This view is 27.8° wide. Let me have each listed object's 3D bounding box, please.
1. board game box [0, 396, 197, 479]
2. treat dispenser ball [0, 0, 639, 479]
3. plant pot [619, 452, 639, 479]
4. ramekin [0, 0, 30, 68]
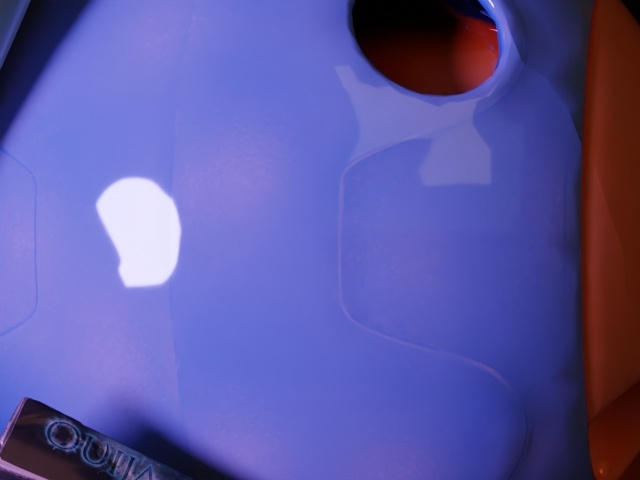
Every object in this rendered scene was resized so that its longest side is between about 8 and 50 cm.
[{"bbox_3d":[-0.072,0.128,0.423,0.126,0.186,0.026,29,46,-11],"label":"board game box"},{"bbox_3d":[0.000,0.000,0.502,0.288,0.288,0.288,18,48,-21],"label":"treat dispenser ball"},{"bbox_3d":[0.274,0.124,0.611,0.291,0.291,0.203,48,29,9],"label":"plant pot"},{"bbox_3d":[-0.200,-0.116,0.467,0.148,0.303,0.303,23,46,-27],"label":"ramekin"}]
